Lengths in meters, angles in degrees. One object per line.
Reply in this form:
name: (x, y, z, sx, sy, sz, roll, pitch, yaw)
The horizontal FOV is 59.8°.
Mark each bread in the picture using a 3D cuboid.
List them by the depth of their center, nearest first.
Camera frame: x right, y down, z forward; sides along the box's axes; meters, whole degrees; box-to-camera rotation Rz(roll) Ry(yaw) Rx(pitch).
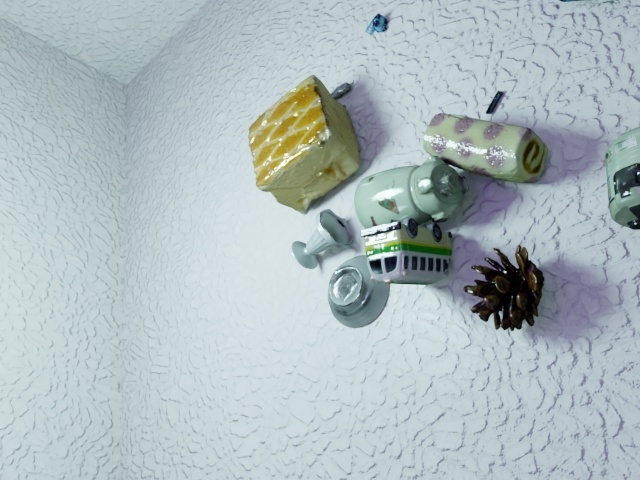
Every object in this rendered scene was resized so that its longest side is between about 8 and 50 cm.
bread: (0.485, -0.273, 1.659, 0.338, 0.187, 0.155, 23, 91, 45)
bread: (-0.061, -0.363, 2.144, 0.390, 0.279, 0.371, -37, 50, 27)

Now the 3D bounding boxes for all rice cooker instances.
rice cooker: (0.785, -0.138, 1.294, 0.226, 0.226, 0.244, -8, 67, 41)

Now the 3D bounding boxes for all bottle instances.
bottle: (0.300, -0.146, 1.747, 0.352, 0.229, 0.229, -16, 62, 47)

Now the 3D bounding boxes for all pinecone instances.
pinecone: (0.487, 0.130, 1.477, 0.201, 0.202, 0.228, -11, 86, 30)

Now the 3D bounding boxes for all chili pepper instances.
chili pepper: (0.076, -0.611, 2.288, 0.153, 0.041, 0.050, -22, 17, 36)

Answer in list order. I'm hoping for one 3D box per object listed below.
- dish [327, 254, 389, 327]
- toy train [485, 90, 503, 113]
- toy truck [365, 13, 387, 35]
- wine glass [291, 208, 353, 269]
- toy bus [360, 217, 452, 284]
dish: (0.106, 0.163, 1.906, 0.260, 0.085, 0.260, -19, 60, 37)
toy train: (0.555, -0.438, 1.779, 0.017, 0.017, 0.083, 34, 97, 48)
toy truck: (0.222, -0.868, 2.250, 0.090, 0.056, 0.073, -12, 60, 55)
wine glass: (0.000, 0.000, 2.030, 0.196, 0.165, 0.164, -39, 50, 33)
toy bus: (0.269, 0.042, 1.654, 0.143, 0.305, 0.179, -14, 77, 39)
